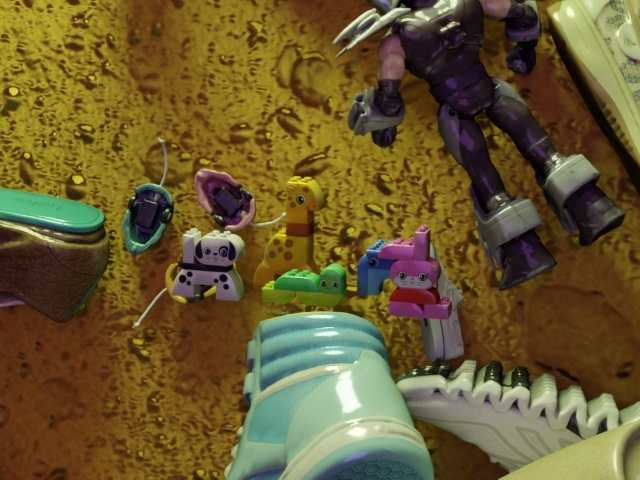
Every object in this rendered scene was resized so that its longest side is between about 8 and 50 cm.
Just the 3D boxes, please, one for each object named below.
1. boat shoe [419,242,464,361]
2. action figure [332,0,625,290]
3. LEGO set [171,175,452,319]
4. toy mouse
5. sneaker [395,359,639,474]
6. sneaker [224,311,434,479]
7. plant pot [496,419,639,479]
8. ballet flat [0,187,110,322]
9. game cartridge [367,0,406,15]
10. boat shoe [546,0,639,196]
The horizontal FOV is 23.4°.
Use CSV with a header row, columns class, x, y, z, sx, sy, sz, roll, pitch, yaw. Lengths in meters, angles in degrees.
class,x,y,z,sx,sy,sz,roll,pitch,yaw
boat shoe,0.101,0.050,1.277,0.035,0.035,0.100,-4,77,-18
action figure,0.121,-0.106,1.239,0.185,0.099,0.285,-29,88,-4
LEGO set,0.000,0.000,1.254,0.227,0.087,0.093,4,102,14
toy mouse,-0.111,-0.020,1.323,0.161,0.031,0.143,-24,82,8
sneaker,0.193,0.170,1.216,0.292,0.110,0.118,15,98,12
sneaker,-0.036,0.183,1.259,0.319,0.127,0.208,-44,39,31
plant pot,0.181,0.254,1.073,0.256,0.256,0.274,44,129,11
ballet flat,-0.347,-0.011,1.343,0.342,0.116,0.124,18,109,8
game cartridge,0.027,-0.340,1.311,0.294,0.060,0.196,40,90,11
boat shoe,0.279,-0.083,1.213,0.089,0.104,0.285,-29,78,4
